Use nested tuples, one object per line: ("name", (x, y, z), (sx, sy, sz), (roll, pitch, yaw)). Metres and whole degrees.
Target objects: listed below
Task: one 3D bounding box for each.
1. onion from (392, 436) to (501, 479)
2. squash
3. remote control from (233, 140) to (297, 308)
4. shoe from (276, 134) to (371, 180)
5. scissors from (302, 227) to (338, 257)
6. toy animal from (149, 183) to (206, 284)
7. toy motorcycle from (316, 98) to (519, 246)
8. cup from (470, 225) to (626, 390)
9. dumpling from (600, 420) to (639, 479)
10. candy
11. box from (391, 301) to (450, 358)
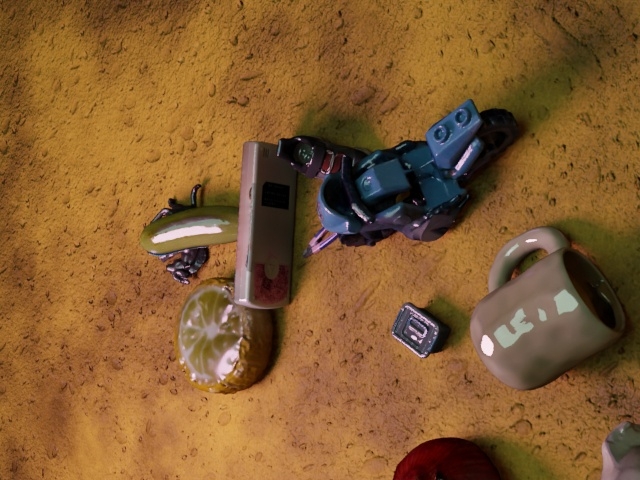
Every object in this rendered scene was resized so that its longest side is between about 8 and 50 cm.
("onion", (0.202, 0.458, 1.637), (0.248, 0.161, 0.248), (-58, 16, 28))
("squash", (-0.252, -0.032, 2.107), (0.341, 0.094, 0.094), (-9, 79, 20))
("remote control", (-0.113, -0.029, 1.977), (0.050, 0.145, 0.344), (2, 86, 37))
("shoe", (0.006, -0.158, 1.906), (0.227, 0.112, 0.099), (23, 99, 42))
("scissors", (0.000, 0.000, 1.960), (0.113, 0.012, 0.039), (-40, 61, 31))
("toy animal", (-0.322, -0.016, 2.216), (0.148, 0.084, 0.233), (6, 83, 24))
("toy motorcycle", (0.153, -0.106, 1.691), (0.416, 0.232, 0.172), (-35, 61, 33))
("cup", (0.343, 0.097, 1.542), (0.202, 0.173, 0.255), (-39, 62, 30))
("dumpling", (0.509, 0.393, 1.396), (0.193, 0.147, 0.258), (-3, 68, 2))
("candy", (-0.212, 0.205, 2.065), (0.260, 0.118, 0.260), (-11, 73, 40))
("box", (0.188, 0.165, 1.751), (0.099, 0.054, 0.074), (37, 111, 38))
